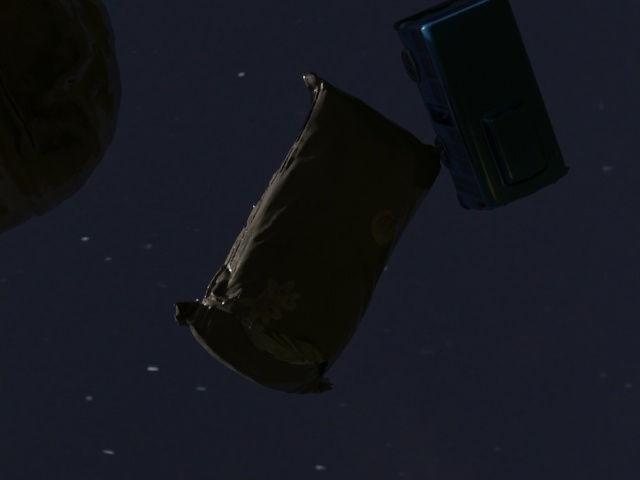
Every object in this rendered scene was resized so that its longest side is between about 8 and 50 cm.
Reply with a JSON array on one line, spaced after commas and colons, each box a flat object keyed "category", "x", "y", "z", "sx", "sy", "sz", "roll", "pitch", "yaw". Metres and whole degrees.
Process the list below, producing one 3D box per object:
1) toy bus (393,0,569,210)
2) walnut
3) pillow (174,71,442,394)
[{"category": "toy bus", "x": 0.142, "y": -0.118, "z": 1.160, "sx": 0.090, "sy": 0.106, "sz": 0.185, "roll": -25, "pitch": -76, "yaw": -9}, {"category": "walnut", "x": -0.328, "y": -0.146, "z": 1.245, "sx": 0.253, "sy": 0.282, "sz": 0.277, "roll": -96, "pitch": -9, "yaw": -49}, {"category": "pillow", "x": 0.000, "y": 0.000, "z": 1.088, "sx": 0.169, "sy": 0.059, "sz": 0.255, "roll": 31, "pitch": -99, "yaw": -27}]
